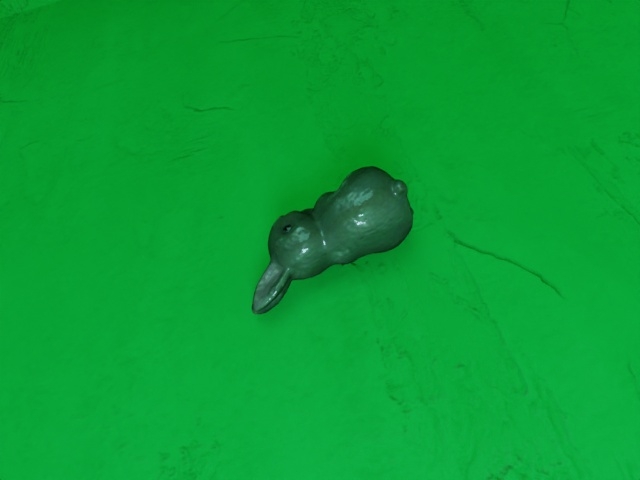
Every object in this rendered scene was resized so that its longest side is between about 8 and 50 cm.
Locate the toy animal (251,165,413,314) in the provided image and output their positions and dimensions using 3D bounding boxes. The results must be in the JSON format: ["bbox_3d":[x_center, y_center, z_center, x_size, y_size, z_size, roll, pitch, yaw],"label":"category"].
[{"bbox_3d":[-0.001,-0.003,0.815,0.251,0.127,0.125,-31,49,-9],"label":"toy animal"}]
